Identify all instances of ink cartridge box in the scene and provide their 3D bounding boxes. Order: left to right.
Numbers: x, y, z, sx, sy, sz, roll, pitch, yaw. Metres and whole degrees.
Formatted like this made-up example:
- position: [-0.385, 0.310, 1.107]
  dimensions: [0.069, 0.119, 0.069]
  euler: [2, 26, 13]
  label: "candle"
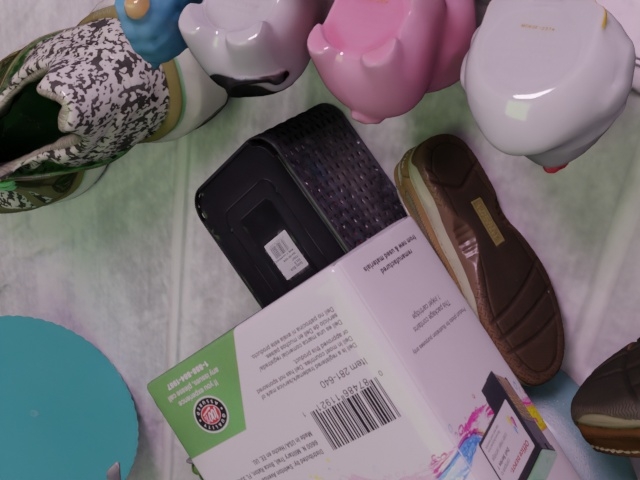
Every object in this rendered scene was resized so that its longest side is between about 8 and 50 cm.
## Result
- position: [0.043, 0.158, 0.737]
  dimensions: [0.201, 0.117, 0.278]
  euler: [-34, 88, 36]
  label: "ink cartridge box"

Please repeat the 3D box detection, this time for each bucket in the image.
- position: [-0.344, 0.226, 1.160]
  dimensions: [0.281, 0.281, 0.183]
  euler: [50, 128, 8]
  label: "bucket"

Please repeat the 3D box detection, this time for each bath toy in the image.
- position: [0.039, -0.131, 0.701]
  dimensions: [0.348, 0.151, 0.129]
  euler: [21, 164, 29]
  label: "bath toy"

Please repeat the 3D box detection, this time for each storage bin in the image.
- position: [0.000, 0.000, 0.842]
  dimensions: [0.180, 0.084, 0.122]
  euler: [54, 138, 2]
  label: "storage bin"

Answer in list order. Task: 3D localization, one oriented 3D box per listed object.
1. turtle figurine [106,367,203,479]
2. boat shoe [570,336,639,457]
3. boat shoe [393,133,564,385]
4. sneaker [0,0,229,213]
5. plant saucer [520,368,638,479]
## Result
- position: [-0.147, 0.290, 1.045]
  dimensions: [0.266, 0.275, 0.197]
  euler: [-55, 28, 16]
  label: "turtle figurine"
- position: [0.294, 0.097, 0.604]
  dimensions: [0.324, 0.123, 0.119]
  euler: [-19, 103, 47]
  label: "boat shoe"
- position: [0.110, 0.018, 0.774]
  dimensions: [0.072, 0.068, 0.189]
  euler: [-30, 82, 60]
  label: "boat shoe"
- position: [-0.266, -0.103, 0.952]
  dimensions: [0.410, 0.182, 0.158]
  euler: [-22, 98, 47]
  label: "sneaker"
- position: [0.098, 0.223, 0.838]
  dimensions: [0.318, 0.044, 0.317]
  euler: [4, 97, 37]
  label: "plant saucer"
